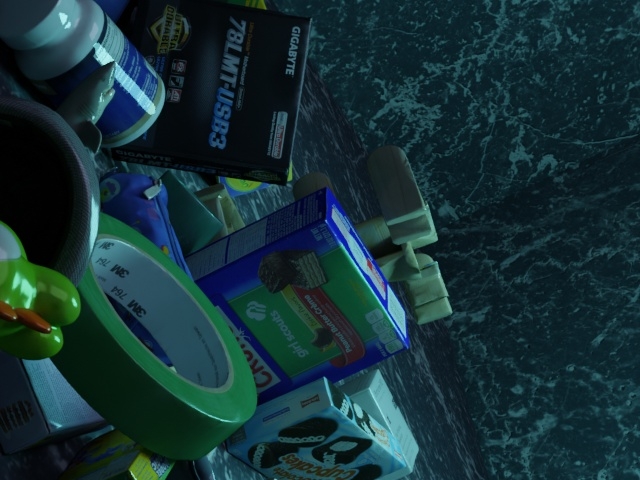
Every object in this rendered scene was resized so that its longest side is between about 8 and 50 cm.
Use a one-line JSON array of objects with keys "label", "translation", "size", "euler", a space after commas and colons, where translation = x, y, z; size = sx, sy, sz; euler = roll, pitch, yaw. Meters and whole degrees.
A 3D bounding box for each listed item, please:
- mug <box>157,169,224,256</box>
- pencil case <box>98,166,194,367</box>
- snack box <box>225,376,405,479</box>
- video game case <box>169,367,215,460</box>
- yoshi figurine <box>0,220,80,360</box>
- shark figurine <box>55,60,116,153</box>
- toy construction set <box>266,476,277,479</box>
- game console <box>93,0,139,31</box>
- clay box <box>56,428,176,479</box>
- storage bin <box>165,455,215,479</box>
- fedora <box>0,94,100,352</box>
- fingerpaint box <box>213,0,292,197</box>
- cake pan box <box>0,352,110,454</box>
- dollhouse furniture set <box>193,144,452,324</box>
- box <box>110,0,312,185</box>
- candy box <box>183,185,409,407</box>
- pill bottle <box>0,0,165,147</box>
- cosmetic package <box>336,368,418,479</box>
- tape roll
[{"label": "mug", "translation": [-0.235, -0.036, 2.005], "size": [0.129, 0.097, 0.158], "euler": [45, -2, -5]}, {"label": "pencil case", "translation": [-0.244, 0.032, 1.738], "size": [0.119, 0.133, 0.306], "euler": [22, 33, -39]}, {"label": "snack box", "translation": [-0.004, 0.338, 2.037], "size": [0.322, 0.187, 0.060], "euler": [46, 22, -53]}, {"label": "video game case", "translation": [-0.195, 0.200, 1.800], "size": [0.206, 0.026, 0.227], "euler": [61, 26, -17]}, {"label": "yoshi figurine", "translation": [-0.388, -0.001, 1.082], "size": [0.362, 0.203, 0.203], "euler": [32, 32, -32]}, {"label": "shark figurine", "translation": [-0.378, -0.125, 1.712], "size": [0.116, 0.166, 0.278], "euler": [30, 47, -24]}, {"label": "toy construction set", "translation": [-0.037, 0.422, 1.764], "size": [0.237, 0.257, 0.309], "euler": [46, -2, -21]}, {"label": "game console", "translation": [-0.347, -0.410, 2.071], "size": [0.250, 0.173, 0.293], "euler": [58, 6, 26]}, {"label": "clay box", "translation": [-0.231, 0.261, 1.417], "size": [0.053, 0.127, 0.222], "euler": [63, 13, -8]}, {"label": "storage bin", "translation": [-0.187, 0.301, 1.543], "size": [0.135, 0.091, 0.098], "euler": [74, 2, -45]}, {"label": "fedora", "translation": [-0.352, -0.013, 1.279], "size": [0.124, 0.243, 0.275], "euler": [132, -22, -79]}, {"label": "fingerpaint box", "translation": [-0.180, -0.347, 2.366], "size": [0.445, 0.163, 0.371], "euler": [90, -19, -65]}, {"label": "cake pan box", "translation": [-0.333, 0.105, 1.448], "size": [0.267, 0.070, 0.246], "euler": [66, 11, 6]}, {"label": "dollhouse furniture set", "translation": [0.000, 0.000, 2.178], "size": [0.362, 0.394, 0.256], "euler": [66, 5, -56]}, {"label": "box", "translation": [-0.177, -0.253, 2.042], "size": [0.073, 0.293, 0.296], "euler": [101, -3, -70]}, {"label": "candy box", "translation": [-0.062, 0.109, 1.947], "size": [0.268, 0.317, 0.122], "euler": [57, 17, -23]}, {"label": "pill bottle", "translation": [-0.362, -0.271, 1.853], "size": [0.265, 0.153, 0.153], "euler": [50, 19, -47]}, {"label": "cosmetic package", "translation": [0.078, 0.373, 2.375], "size": [0.184, 0.151, 0.151], "euler": [63, 12, -4]}, {"label": "tape roll", "translation": [-0.210, 0.106, 1.444], "size": [0.321, 0.077, 0.321], "euler": [47, 13, -14]}]
